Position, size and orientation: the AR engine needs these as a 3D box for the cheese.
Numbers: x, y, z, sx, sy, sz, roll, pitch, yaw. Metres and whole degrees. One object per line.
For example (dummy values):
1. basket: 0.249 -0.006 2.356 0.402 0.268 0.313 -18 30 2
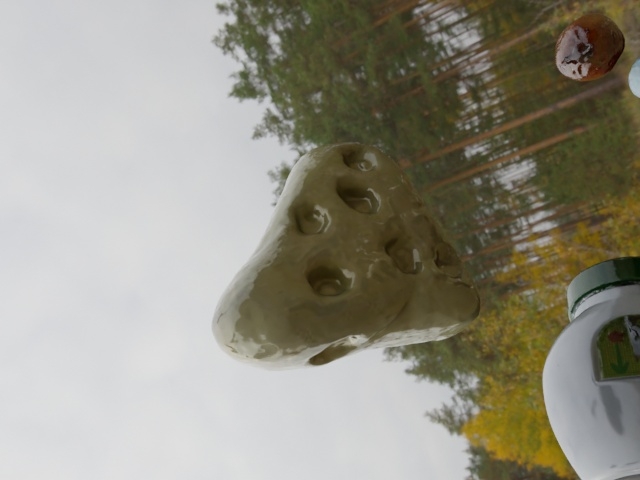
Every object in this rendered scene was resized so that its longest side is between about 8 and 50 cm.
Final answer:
1. cheese: 0.000 0.000 0.820 0.351 0.129 0.328 -7 -124 -27

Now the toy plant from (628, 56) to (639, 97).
1. toy plant: 0.634 -0.267 0.972 0.247 0.332 0.247 40 173 6

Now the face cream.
1. face cream: 0.527 0.225 1.020 0.219 0.313 0.356 52 -144 -38

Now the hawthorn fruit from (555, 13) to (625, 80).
1. hawthorn fruit: 0.324 -0.233 0.766 0.093 0.081 0.081 -30 -82 -46
